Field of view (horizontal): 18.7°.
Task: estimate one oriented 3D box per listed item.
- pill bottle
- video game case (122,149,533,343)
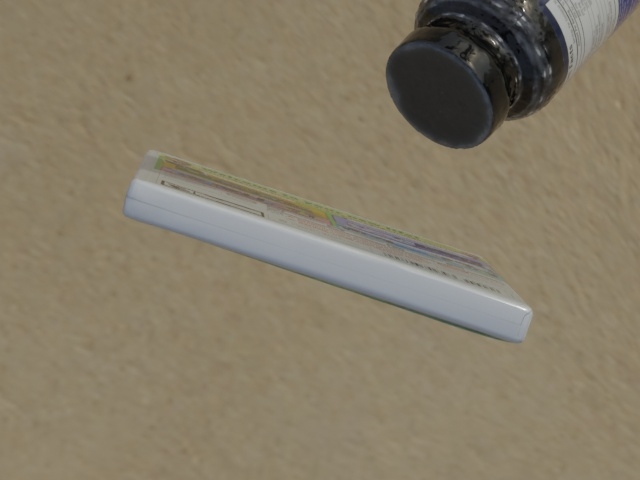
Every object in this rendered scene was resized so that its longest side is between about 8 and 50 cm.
[{"bbox_3d":[0.148,-0.167,1.452,0.123,0.122,0.219,33,54,18],"label":"pill bottle"},{"bbox_3d":[0.000,0.000,1.055,0.212,0.193,0.023,18,96,-5],"label":"video game case"}]
